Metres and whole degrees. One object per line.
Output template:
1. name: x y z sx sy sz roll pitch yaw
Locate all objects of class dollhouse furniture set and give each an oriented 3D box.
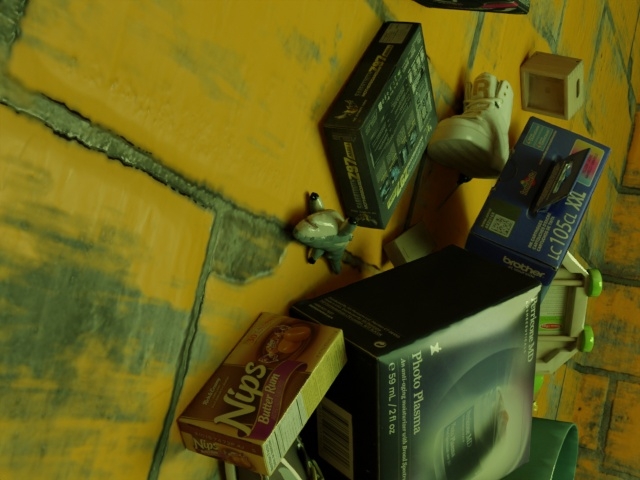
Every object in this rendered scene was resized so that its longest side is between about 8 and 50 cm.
1. dollhouse furniture set: 0.126 0.077 1.407 0.151 0.123 0.144 60 34 -1

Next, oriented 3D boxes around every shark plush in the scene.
1. shark plush: 0.000 0.000 1.138 0.067 0.073 0.161 -50 167 -13

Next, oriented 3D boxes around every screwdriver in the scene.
1. screwdriver: 0.243 -0.098 1.589 0.170 0.024 0.025 -39 104 -44

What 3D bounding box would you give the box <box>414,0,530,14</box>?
1. box: 0.182 -0.400 1.189 0.270 0.165 0.143 -7 106 -62

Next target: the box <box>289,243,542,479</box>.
1. box: 0.132 0.198 1.184 0.294 0.182 0.296 -20 119 -34

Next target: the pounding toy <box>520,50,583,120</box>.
1. pounding toy: 0.495 -0.328 1.896 0.100 0.130 0.141 -44 138 -31

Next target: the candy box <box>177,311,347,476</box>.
1. candy box: -0.060 0.164 0.981 0.187 0.109 0.053 -50 141 -44

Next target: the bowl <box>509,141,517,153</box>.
1. bowl: 0.430 -0.152 1.865 0.170 0.080 0.170 -31 126 -57

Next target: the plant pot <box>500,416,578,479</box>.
1. plant pot: 0.377 0.490 1.820 0.293 0.235 0.293 -34 130 -55

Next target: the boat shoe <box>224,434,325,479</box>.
1. boat shoe: -0.038 0.316 1.092 0.116 0.096 0.324 -50 141 -43

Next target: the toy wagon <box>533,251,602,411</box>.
1. toy wagon: 0.403 0.173 1.747 0.068 0.267 0.345 -102 -167 -72

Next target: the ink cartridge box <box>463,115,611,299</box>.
1. ink cartridge box: 0.333 -0.009 1.452 0.270 0.151 0.395 -58 164 -30

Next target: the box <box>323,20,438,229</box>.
1. box: 0.089 -0.159 1.213 0.233 0.059 0.183 -61 148 -34

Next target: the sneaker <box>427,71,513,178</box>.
1. sneaker: 0.255 -0.209 1.494 0.292 0.108 0.169 15 78 -66
